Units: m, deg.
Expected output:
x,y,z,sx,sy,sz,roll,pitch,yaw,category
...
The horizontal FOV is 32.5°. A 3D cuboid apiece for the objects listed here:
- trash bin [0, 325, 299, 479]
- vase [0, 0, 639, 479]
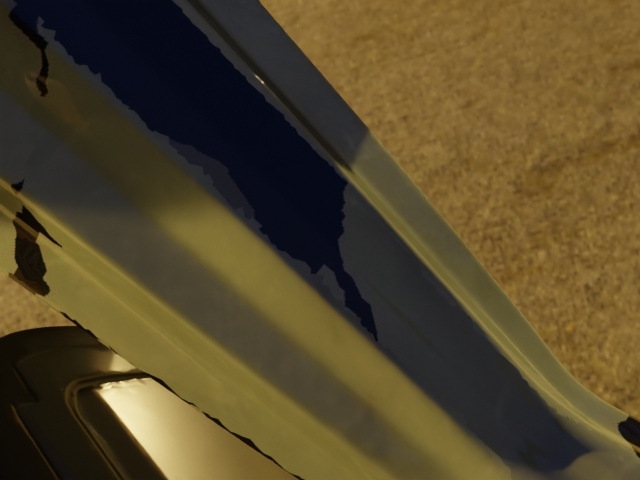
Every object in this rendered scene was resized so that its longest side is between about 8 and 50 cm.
x,y,z,sx,sy,sz,roll,pitch,yaw,category
-0.096,0.200,0.483,0.220,0.250,0.219,48,23,27,trash bin
-0.027,0.002,0.410,0.360,0.165,0.165,42,54,13,vase
